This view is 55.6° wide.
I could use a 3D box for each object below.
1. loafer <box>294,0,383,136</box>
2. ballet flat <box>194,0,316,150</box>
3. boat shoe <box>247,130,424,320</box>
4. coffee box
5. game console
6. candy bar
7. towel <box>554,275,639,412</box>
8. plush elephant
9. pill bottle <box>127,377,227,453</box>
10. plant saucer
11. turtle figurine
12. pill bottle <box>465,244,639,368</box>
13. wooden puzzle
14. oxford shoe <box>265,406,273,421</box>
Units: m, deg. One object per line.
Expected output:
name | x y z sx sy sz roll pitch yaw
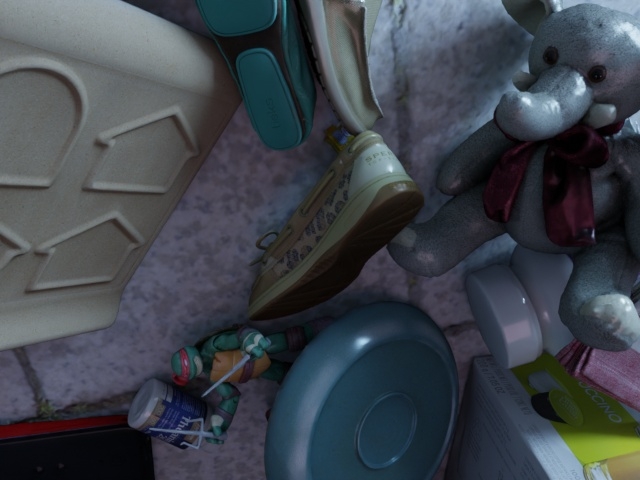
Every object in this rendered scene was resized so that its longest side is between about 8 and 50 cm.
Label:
loafer | 0.022 -0.223 0.570 0.092 0.102 0.268 -19 122 2
ballet flat | -0.060 -0.203 0.571 0.083 0.087 0.247 -5 132 14
boat shoe | 0.000 0.000 0.679 0.105 0.089 0.285 -3 149 -44
coffee box | 0.397 0.382 0.836 0.335 0.337 0.337 -1 117 -11
game console | -0.406 0.411 0.857 0.343 0.060 0.386 -1 119 -10
candy bar | 0.064 -0.078 0.705 0.040 0.018 0.161 -41 117 8
towel | 0.444 0.067 0.653 0.237 0.037 0.329 27 112 -28
plush elephant | 0.243 -0.103 0.594 0.330 0.272 0.255 -42 137 -20
pill bottle | -0.185 0.235 0.798 0.120 0.067 0.067 34 107 -25
plant saucer | 0.075 0.236 0.776 0.318 0.044 0.317 -8 103 -34
turtle figurine | -0.092 0.155 0.746 0.234 0.118 0.175 -4 135 -26
pill bottle | 0.343 0.049 0.742 0.302 0.169 0.169 -19 120 -1
wooden puzzle | -0.248 -0.054 0.542 0.081 0.322 0.347 38 108 20
oxford shoe | 0.058 0.323 0.888 0.130 0.123 0.348 -48 118 -14
